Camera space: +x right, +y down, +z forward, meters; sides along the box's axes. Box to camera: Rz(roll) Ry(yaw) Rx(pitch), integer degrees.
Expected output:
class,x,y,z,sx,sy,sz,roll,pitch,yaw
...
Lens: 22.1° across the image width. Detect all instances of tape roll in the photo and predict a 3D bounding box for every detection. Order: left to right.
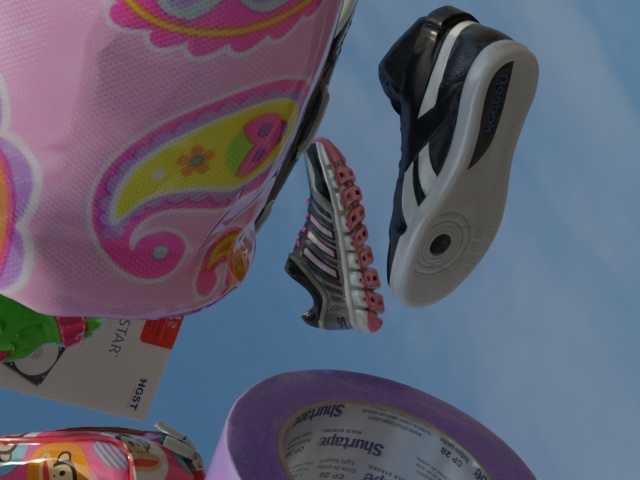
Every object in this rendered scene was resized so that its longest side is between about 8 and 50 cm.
class,x,y,z,sx,sy,sz,roll,pitch,yaw
tape roll,0.026,0.157,0.897,0.189,0.080,0.189,16,-154,-8

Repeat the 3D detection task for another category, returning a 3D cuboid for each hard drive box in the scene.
class,x,y,z,sx,sy,sz,roll,pitch,yaw
hard drive box,-0.277,0.081,1.800,0.232,0.089,0.181,18,-86,-35

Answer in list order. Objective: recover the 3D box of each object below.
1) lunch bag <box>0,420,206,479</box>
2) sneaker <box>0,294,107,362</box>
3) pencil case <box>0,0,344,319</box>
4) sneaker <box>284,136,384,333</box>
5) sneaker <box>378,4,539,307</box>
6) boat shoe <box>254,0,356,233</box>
class,x,y,z,sx,sy,sz,roll,pitch,yaw
lunch bag,-0.183,0.292,1.293,0.120,0.258,0.293,9,-104,-55
sneaker,-0.252,-0.093,1.032,0.483,0.185,0.202,91,160,-58
pencil case,-0.038,-0.121,0.425,0.124,0.284,0.124,14,-155,-6
sneaker,0.000,0.000,1.376,0.063,0.075,0.170,-29,-73,-72
sneaker,0.082,-0.068,1.214,0.079,0.217,0.121,1,-150,-37
boat shoe,-0.048,-0.117,1.210,0.302,0.114,0.091,-59,-22,-9
